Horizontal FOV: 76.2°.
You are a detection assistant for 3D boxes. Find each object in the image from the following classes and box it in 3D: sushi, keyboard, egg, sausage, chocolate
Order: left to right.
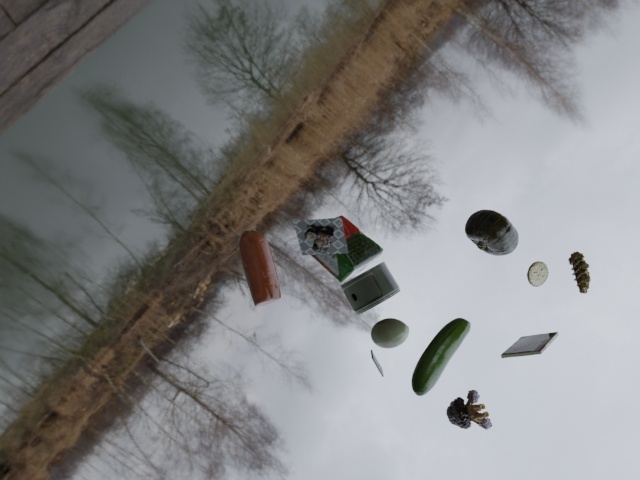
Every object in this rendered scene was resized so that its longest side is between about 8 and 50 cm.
[{"bbox_3d":[-0.208,0.089,1.380,0.114,0.258,0.113,-16,171,-3],"label":"sausage"},{"bbox_3d":[0.000,0.000,1.902,0.047,0.232,0.219,-79,161,-49],"label":"sushi"},{"bbox_3d":[0.124,0.043,2.291,0.360,0.341,0.161,-24,150,-52],"label":"chocolate"},{"bbox_3d":[0.258,0.560,1.858,0.010,0.155,0.053,-20,-146,12],"label":"keyboard"},{"bbox_3d":[0.265,0.353,1.557,0.152,0.114,0.114,-21,-160,25],"label":"egg"}]

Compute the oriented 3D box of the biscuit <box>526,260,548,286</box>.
[{"bbox_3d":[1.224,0.188,2.298,0.152,0.152,0.020,-51,-161,-8],"label":"biscuit"}]

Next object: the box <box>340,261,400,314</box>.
[{"bbox_3d":[0.221,0.210,1.802,0.226,0.149,0.226,-29,171,-5],"label":"box"}]

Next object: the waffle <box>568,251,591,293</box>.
[{"bbox_3d":[1.226,0.144,1.932,0.046,0.160,0.192,-4,-155,11],"label":"waffle"}]

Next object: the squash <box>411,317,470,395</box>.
[{"bbox_3d":[0.372,0.355,1.282,0.292,0.082,0.082,-49,-174,-17],"label":"squash"}]

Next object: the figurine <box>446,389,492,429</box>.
[{"bbox_3d":[0.676,0.784,1.860,0.116,0.174,0.240,-2,154,-32],"label":"figurine"}]

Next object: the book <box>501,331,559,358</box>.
[{"bbox_3d":[0.868,0.433,1.689,0.232,0.022,0.162,-12,171,-44],"label":"book"}]

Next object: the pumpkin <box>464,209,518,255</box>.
[{"bbox_3d":[0.701,-0.028,1.680,0.157,0.224,0.224,-51,-174,0],"label":"pumpkin"}]
